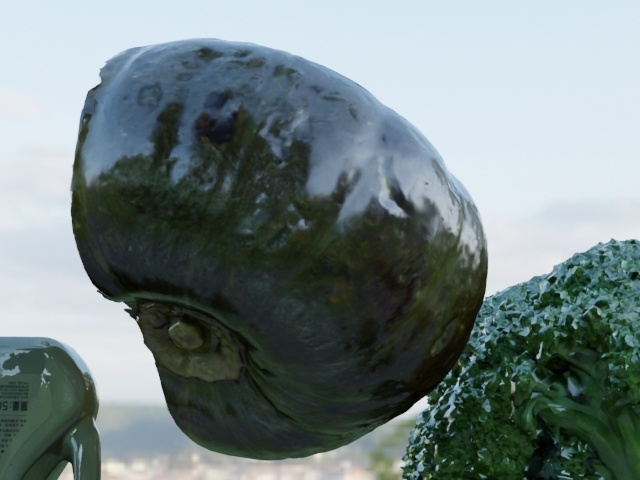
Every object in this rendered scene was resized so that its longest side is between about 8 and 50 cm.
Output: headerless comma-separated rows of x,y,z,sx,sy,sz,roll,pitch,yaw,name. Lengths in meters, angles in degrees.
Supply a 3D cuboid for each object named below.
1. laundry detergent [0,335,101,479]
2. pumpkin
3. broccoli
-0.238,0.197,1.086,0.181,0.253,0.091,-3,-16,8,laundry detergent
0.000,0.000,1.065,0.232,0.242,0.325,-2,-39,19,pumpkin
0.232,0.150,1.213,0.413,0.321,0.310,-16,19,-32,broccoli
